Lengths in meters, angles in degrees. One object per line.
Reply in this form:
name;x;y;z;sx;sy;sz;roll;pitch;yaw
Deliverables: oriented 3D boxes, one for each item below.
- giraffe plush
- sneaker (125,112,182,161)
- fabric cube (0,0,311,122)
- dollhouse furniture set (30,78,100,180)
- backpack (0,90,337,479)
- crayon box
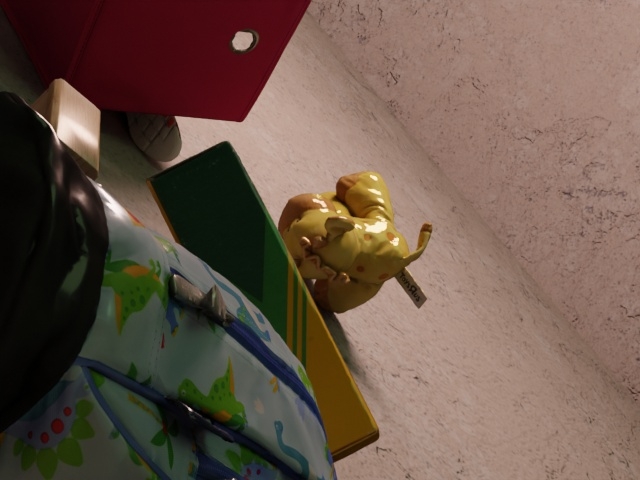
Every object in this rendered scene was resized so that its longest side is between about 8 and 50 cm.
giraffe plush;0.013;0.006;1.669;0.170;0.181;0.210;11;19;-48
sneaker;-0.205;-0.153;1.670;0.158;0.061;0.065;55;10;28
fabric cube;-0.194;-0.316;1.586;0.258;0.254;0.259;2;43;-38
dollhouse furniture set;-0.126;0.069;1.058;0.355;0.174;0.303;40;16;-24
backpack;-0.137;0.126;0.737;0.273;0.290;0.355;63;13;25
crayon box;-0.032;0.090;1.193;0.323;0.083;0.203;63;-2;10
